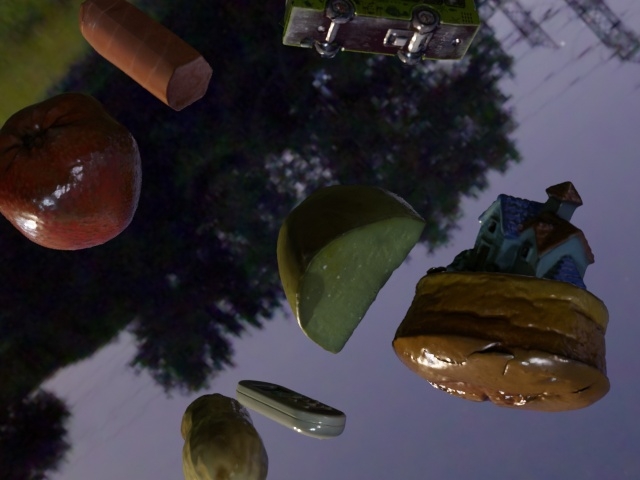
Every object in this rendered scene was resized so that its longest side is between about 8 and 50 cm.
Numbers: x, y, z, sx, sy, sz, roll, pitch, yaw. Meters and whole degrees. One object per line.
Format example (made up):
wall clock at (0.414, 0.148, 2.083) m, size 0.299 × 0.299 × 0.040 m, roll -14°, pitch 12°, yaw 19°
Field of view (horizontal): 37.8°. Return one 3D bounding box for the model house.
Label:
model house at (0.502, 0.013, 2.197) m, size 0.329 × 0.251 × 0.295 m, roll -68°, pitch -157°, yaw 15°

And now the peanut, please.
peanut at (-0.171, 0.345, 1.560) m, size 0.147 × 0.147 × 0.319 m, roll -47°, pitch -162°, yaw -6°

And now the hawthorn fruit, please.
hawthorn fruit at (-0.448, -0.110, 1.654) m, size 0.275 × 0.275 × 0.300 m, roll -53°, pitch 164°, yaw -31°

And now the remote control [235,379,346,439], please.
remote control at (-0.045, 0.232, 1.295) m, size 0.221 × 0.078 × 0.042 m, roll 7°, pitch -92°, yaw 56°

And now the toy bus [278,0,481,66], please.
toy bus at (0.091, -0.365, 1.480) m, size 0.113 × 0.301 × 0.139 m, roll 117°, pitch -26°, yaw -60°

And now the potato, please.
potato at (0.000, 0.000, 1.883) m, size 0.330 × 0.212 × 0.280 m, roll -54°, pitch -140°, yaw 5°

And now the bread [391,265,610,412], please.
bread at (0.218, 0.127, 1.134) m, size 0.269 × 0.195 × 0.143 m, roll 0°, pitch -118°, yaw 34°

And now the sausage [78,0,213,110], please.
sausage at (-0.184, -0.198, 0.929) m, size 0.065 × 0.169 × 0.065 m, roll -40°, pitch 153°, yaw -25°
